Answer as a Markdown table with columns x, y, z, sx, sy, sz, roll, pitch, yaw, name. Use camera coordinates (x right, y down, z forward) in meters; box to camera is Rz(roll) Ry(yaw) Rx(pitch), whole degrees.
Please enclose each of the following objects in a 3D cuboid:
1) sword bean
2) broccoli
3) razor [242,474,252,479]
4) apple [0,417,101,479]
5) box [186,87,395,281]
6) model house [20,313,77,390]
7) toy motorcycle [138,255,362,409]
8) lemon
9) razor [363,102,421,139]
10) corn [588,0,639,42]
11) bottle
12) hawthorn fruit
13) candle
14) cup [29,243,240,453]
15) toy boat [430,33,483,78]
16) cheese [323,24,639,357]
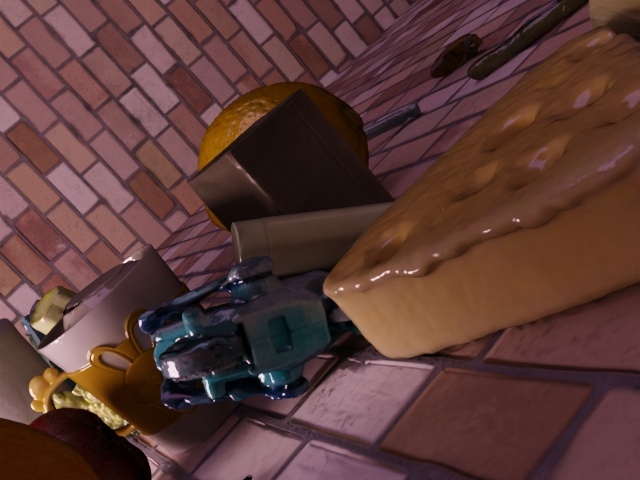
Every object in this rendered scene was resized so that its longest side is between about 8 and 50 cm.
| x | y | z | sx | sy | sz | roll | pitch | yaw | name |
| --- | --- | --- | --- | --- | --- | --- | --- | --- | --- |
| 0.359 | -0.359 | 1.439 | 0.269 | 0.038 | 0.043 | -36 | 19 | 29 | sword bean |
| -0.312 | 0.159 | 1.236 | 0.263 | 0.243 | 0.247 | -44 | 25 | 13 | broccoli |
| -0.143 | 0.269 | 0.840 | 0.190 | 0.033 | 0.066 | -31 | 16 | 44 | razor |
| -0.290 | 0.286 | 0.612 | 0.339 | 0.339 | 0.339 | -40 | 12 | 11 | apple |
| -0.028 | -0.053 | 1.118 | 0.155 | 0.231 | 0.149 | -48 | 14 | -29 | box |
| -0.415 | 0.193 | 1.619 | 0.241 | 0.226 | 0.261 | -31 | 11 | -22 | model house |
| -0.058 | 0.093 | 0.917 | 0.260 | 0.154 | 0.206 | -17 | 1 | -15 | toy motorcycle |
| -0.058 | -0.117 | 1.355 | 0.293 | 0.293 | 0.293 | -40 | 12 | 11 | lemon |
| 0.094 | -0.212 | 1.684 | 0.232 | 0.106 | 0.068 | -24 | 19 | 22 | razor |
| 0.351 | -0.226 | 0.804 | 0.123 | 0.122 | 0.305 | -41 | 14 | 7 | corn |
| 0.000 | 0.000 | 0.992 | 0.202 | 0.072 | 0.072 | -8 | 7 | -11 | bottle |
| -0.287 | 0.286 | 0.935 | 0.188 | 0.169 | 0.169 | -46 | 13 | -4 | hawthorn fruit |
| -0.506 | 0.256 | 1.302 | 0.221 | 0.342 | 0.221 | -35 | 17 | 12 | candle |
| -0.230 | 0.156 | 1.046 | 0.241 | 0.226 | 0.185 | -44 | 14 | -2 | cup |
| 0.280 | -0.380 | 1.735 | 0.149 | 0.047 | 0.049 | -30 | 30 | 52 | toy boat |
| 0.199 | -0.047 | 0.703 | 0.384 | 0.104 | 0.384 | -40 | 11 | 10 | cheese |
